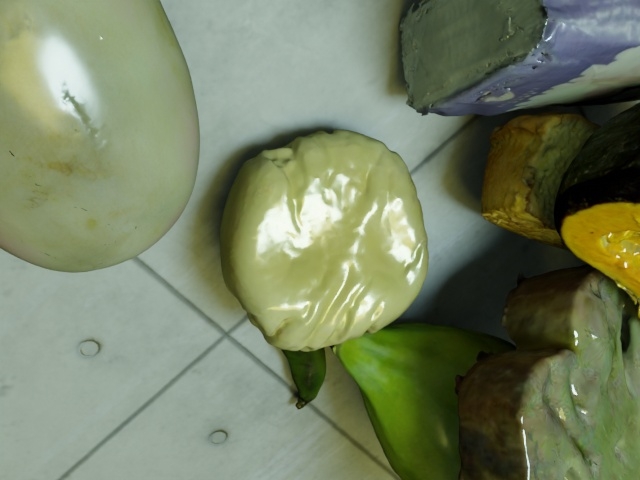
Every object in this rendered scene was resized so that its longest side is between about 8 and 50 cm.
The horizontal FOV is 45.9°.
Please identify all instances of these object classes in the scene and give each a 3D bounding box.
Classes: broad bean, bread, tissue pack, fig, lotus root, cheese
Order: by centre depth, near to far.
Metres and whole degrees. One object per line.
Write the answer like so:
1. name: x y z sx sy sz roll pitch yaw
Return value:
1. tissue pack: 0.280 -0.206 0.734 0.343 0.242 0.125 -8 88 -20
2. cheese: 0.000 0.000 0.793 0.214 0.117 0.226 -11 96 -21
3. lotus root: 0.298 0.223 0.838 0.375 0.111 0.390 48 55 -28
4. bread: 0.261 -0.060 0.859 0.229 0.139 0.143 23 79 -38
5. broad bean: -0.033 0.107 0.895 0.065 0.046 0.254 -18 125 2
6. fig: 0.133 0.214 0.923 0.314 0.233 0.233 6 115 -29

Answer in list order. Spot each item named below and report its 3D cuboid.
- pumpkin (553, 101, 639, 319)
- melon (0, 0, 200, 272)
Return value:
1. pumpkin: 0.402 -0.039 0.735 0.325 0.242 0.232 37 73 -31
2. melon: -0.217 -0.124 0.580 0.223 0.223 0.317 -26 124 -8
